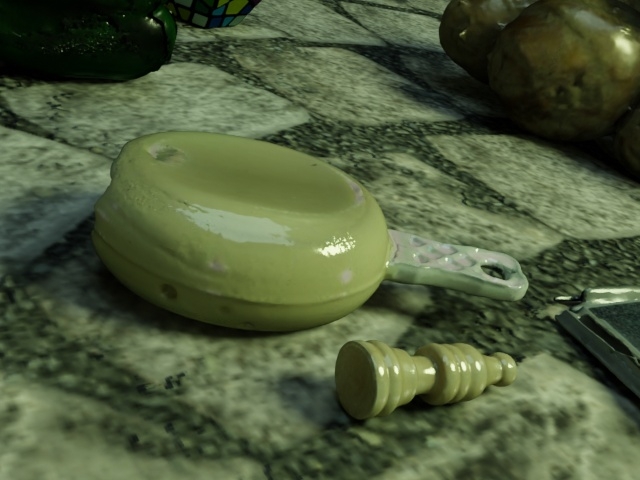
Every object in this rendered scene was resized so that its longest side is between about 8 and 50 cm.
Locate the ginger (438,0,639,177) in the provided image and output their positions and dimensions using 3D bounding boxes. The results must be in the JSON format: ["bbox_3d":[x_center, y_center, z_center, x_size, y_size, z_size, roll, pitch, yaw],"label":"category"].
[{"bbox_3d":[0.254,-0.177,0.807,0.245,0.155,0.304,14,35,-16],"label":"ginger"}]

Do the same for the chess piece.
[{"bbox_3d":[0.054,0.062,0.372,0.092,0.035,0.035,2,30,-30],"label":"chess piece"}]

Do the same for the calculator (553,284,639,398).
[{"bbox_3d":[0.254,0.099,0.408,0.166,0.028,0.274,-1,30,-22],"label":"calculator"}]

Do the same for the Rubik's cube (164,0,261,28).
[{"bbox_3d":[-0.118,-0.288,0.845,0.133,0.111,0.133,11,26,-6],"label":"Rubik's cube"}]

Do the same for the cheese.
[{"bbox_3d":[0.000,0.000,0.427,0.228,0.064,0.137,12,29,-8],"label":"cheese"}]

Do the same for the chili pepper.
[{"bbox_3d":[-0.163,-0.209,0.627,0.261,0.165,0.174,1,13,-19],"label":"chili pepper"}]
